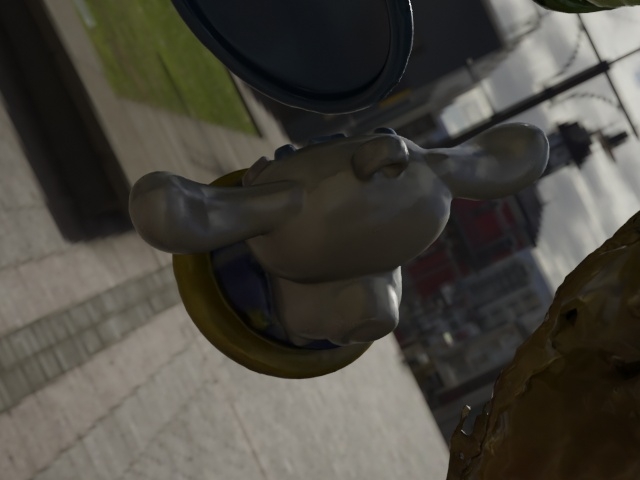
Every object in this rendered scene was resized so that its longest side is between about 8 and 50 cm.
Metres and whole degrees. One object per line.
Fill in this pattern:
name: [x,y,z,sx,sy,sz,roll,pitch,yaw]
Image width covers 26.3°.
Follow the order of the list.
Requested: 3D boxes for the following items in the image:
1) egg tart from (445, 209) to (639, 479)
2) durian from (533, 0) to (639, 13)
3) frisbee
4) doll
egg tart: [0.181,0.104,0.579,0.132,0.297,0.297,33,-23,52]
durian: [0.276,-0.200,0.812,0.132,0.375,0.107,38,52,-28]
frisbee: [-0.034,-0.237,1.190,0.289,0.049,0.289,29,-33,22]
doll: [-0.020,0.014,0.925,0.311,0.242,0.160,-2,83,-44]
